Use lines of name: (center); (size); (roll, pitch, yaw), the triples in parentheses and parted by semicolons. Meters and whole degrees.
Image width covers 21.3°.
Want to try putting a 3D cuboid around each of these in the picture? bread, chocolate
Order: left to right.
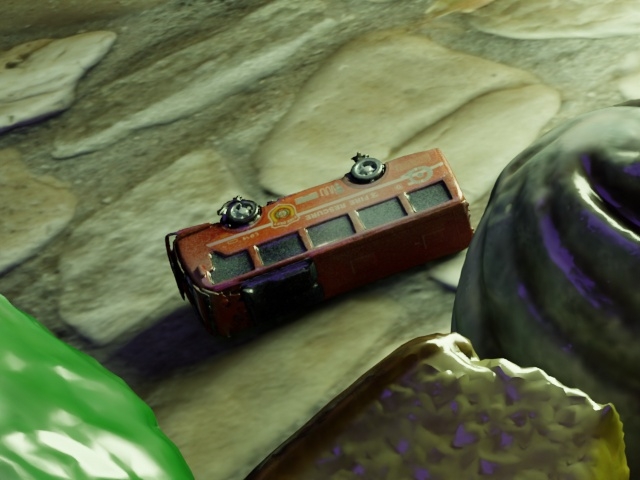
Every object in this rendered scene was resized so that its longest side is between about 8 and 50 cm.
bread: (-0.014, 0.241, 0.762); (0.143, 0.333, 0.323); (31, 51, 18)
chocolate: (0.215, 0.019, 1.082); (0.303, 0.213, 0.303); (-14, 33, 9)

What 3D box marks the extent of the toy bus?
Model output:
toy bus: (0.000, 0.000, 1.336); (0.235, 0.073, 0.096); (-21, 41, -5)

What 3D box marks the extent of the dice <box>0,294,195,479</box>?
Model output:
dice: (-0.241, 0.174, 0.802); (0.300, 0.287, 0.297); (35, 16, 16)
